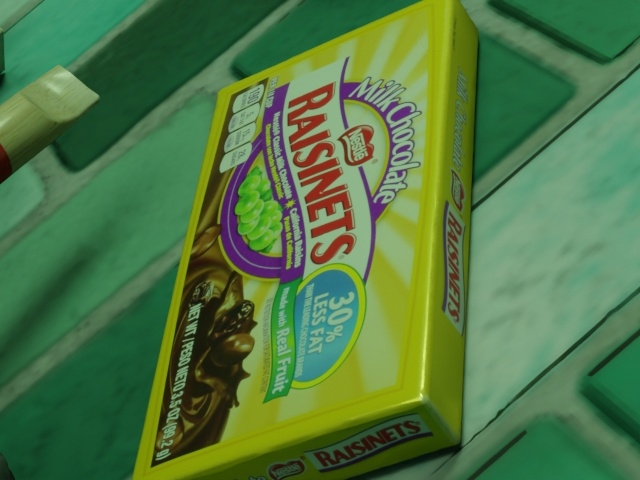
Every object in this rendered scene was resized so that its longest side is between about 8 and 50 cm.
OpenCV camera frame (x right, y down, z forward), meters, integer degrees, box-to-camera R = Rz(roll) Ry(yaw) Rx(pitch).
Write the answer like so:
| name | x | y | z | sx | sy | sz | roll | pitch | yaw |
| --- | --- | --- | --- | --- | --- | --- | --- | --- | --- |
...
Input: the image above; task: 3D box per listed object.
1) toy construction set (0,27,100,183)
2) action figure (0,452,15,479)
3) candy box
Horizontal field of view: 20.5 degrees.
| name | x | y | z | sx | sy | sz | roll | pitch | yaw |
| --- | --- | --- | --- | --- | --- | --- | --- | --- | --- |
| toy construction set | -0.212 | -0.085 | 0.763 | 0.309 | 0.257 | 0.237 | 24 | 53 | 33 |
| action figure | -0.255 | 0.027 | 0.552 | 0.341 | 0.330 | 0.178 | 12 | 18 | 35 |
| candy box | 0.000 | 0.000 | 0.590 | 0.105 | 0.027 | 0.206 | -19 | 37 | 22 |
